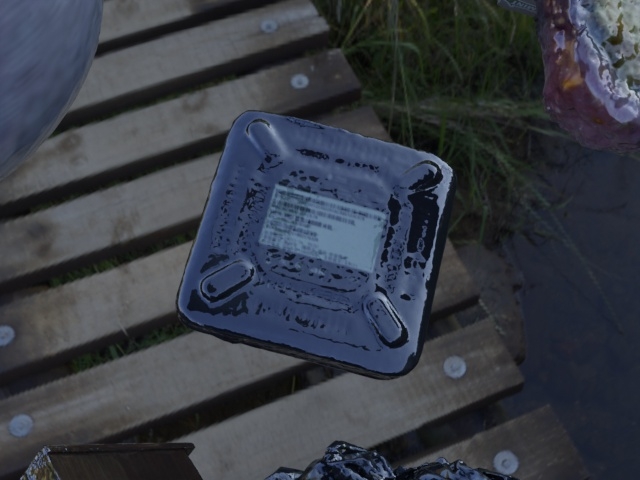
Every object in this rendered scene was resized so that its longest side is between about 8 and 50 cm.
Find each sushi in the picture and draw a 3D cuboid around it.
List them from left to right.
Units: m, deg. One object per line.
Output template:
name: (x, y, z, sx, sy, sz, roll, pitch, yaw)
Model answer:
sushi: (0.254, -0.181, 0.739, 0.241, 0.107, 0.161, 39, 79, -9)

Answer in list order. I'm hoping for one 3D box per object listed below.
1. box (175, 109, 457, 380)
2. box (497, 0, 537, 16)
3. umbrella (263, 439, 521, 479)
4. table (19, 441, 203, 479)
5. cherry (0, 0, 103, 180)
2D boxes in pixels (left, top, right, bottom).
box: (0.000, 0.000, 0.969, 0.290, 0.073, 0.289, 15, 71, 2)
box: (0.316, -0.400, 1.061, 0.120, 0.069, 0.224, 18, 89, -3)
umbrella: (0.092, 0.280, 0.786, 0.336, 0.128, 0.154, 1, 59, 26)
table: (-0.166, 0.300, 0.689, 0.169, 0.172, 0.193, -53, 54, 16)
cherry: (-0.279, -0.140, 0.444, 0.291, 0.326, 0.335, 36, 96, 4)
